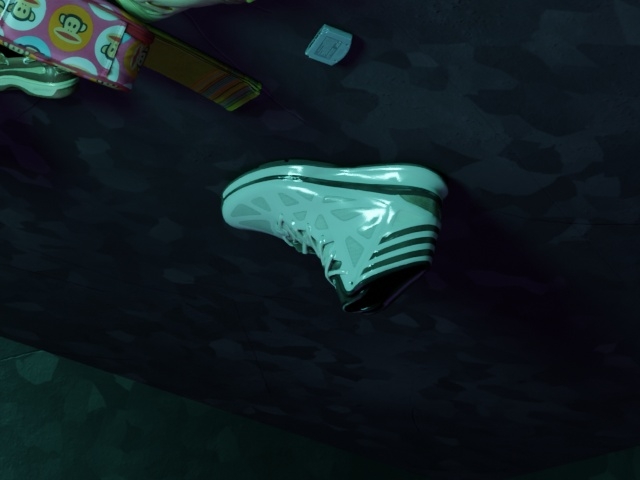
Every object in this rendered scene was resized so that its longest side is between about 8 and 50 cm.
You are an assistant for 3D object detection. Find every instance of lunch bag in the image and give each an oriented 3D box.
[{"bbox_3d":[-0.408,-0.325,1.840,0.293,0.120,0.258,23,-178,-25],"label":"lunch bag"}]

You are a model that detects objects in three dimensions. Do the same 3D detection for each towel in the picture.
[{"bbox_3d":[-0.219,-0.281,2.032,0.237,0.021,0.102,25,150,-27],"label":"towel"}]

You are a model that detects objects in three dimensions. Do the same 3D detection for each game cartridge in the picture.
[{"bbox_3d":[0.016,-0.301,1.911,0.056,0.017,0.083,21,152,-14],"label":"game cartridge"}]

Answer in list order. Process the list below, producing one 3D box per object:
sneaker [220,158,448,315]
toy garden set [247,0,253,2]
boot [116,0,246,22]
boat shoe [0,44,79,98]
[{"bbox_3d":[0.000,-0.001,2.248,0.448,0.257,0.169,-2,152,24],"label":"sneaker"},{"bbox_3d":[-0.065,-0.416,1.583,0.204,0.049,0.244,-25,143,14],"label":"toy garden set"},{"bbox_3d":[-0.223,-0.392,1.714,0.204,0.095,0.262,-2,158,27],"label":"boot"},{"bbox_3d":[-0.514,-0.302,2.049,0.258,0.095,0.095,8,120,19],"label":"boat shoe"}]
